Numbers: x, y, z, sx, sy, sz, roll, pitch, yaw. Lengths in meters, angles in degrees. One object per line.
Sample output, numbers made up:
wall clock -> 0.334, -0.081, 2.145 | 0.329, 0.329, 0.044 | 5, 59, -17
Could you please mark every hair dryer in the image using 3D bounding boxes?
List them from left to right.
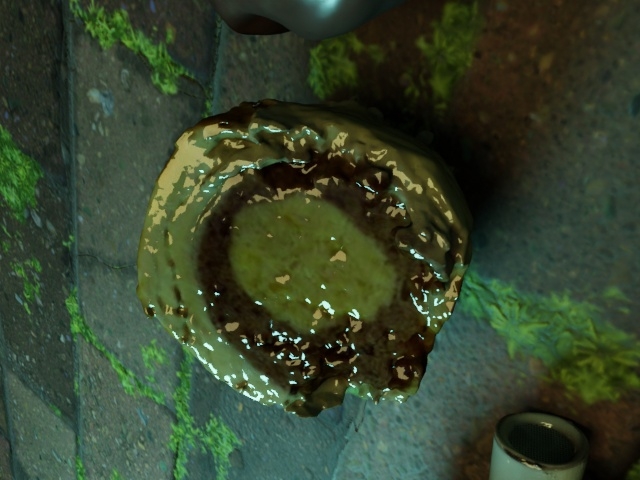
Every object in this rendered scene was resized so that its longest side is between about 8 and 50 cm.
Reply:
hair dryer -> 0.230, 0.238, 0.520 | 0.236, 0.073, 0.131 | 22, 120, 42

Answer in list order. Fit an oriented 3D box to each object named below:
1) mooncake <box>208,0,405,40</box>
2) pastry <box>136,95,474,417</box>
mooncake -> -0.053, -0.289, 0.437 | 0.333, 0.174, 0.326 | 7, 129, 56
pastry -> -0.008, 0.004, 0.569 | 0.236, 0.170, 0.256 | 19, 125, 6
